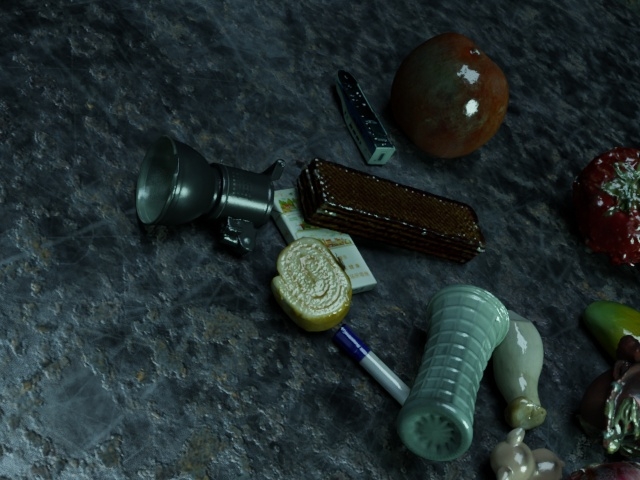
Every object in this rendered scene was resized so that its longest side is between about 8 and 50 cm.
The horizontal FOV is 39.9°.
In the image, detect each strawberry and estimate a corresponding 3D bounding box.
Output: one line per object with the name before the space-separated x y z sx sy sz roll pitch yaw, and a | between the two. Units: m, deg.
strawberry | 0.679 -0.061 1.912 0.274 0.220 0.274 -2 76 6

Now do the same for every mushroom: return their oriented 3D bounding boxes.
mushroom | 0.342 0.218 1.517 0.088 0.097 0.212 2 58 2

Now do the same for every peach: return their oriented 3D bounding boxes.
peach | 0.270 -0.305 1.840 0.252 0.252 0.252 17 46 -19

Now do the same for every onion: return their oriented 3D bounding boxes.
onion | 0.449 0.441 1.360 0.159 0.159 0.195 -4 71 -35

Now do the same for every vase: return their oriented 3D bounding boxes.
vase | 0.206 0.206 1.382 0.143 0.143 0.299 34 35 -2

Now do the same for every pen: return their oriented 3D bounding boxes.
pen | 0.124 0.237 1.412 0.269 0.033 0.033 44 43 8

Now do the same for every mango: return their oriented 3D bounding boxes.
mango | 0.600 0.190 1.721 0.194 0.092 0.130 34 44 11

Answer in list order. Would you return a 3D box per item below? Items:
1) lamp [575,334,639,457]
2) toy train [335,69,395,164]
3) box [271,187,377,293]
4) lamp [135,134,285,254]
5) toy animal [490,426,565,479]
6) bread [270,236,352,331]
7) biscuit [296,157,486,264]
lamp | 0.552 0.293 1.543 0.223 0.215 0.151 -42 44 -16
toy train | 0.079 -0.256 1.808 0.052 0.051 0.234 -1 51 -34
box | 0.000 0.001 1.542 0.122 0.032 0.220 -11 60 -38
lamp | -0.167 -0.068 1.438 0.227 0.147 0.172 13 60 -33
toy animal | 0.329 0.356 1.400 0.150 0.089 0.083 18 41 -30
bread | -0.017 0.071 1.418 0.122 0.073 0.149 -30 69 -19
biscuit | 0.136 -0.047 1.614 0.388 0.073 0.107 14 47 -31
